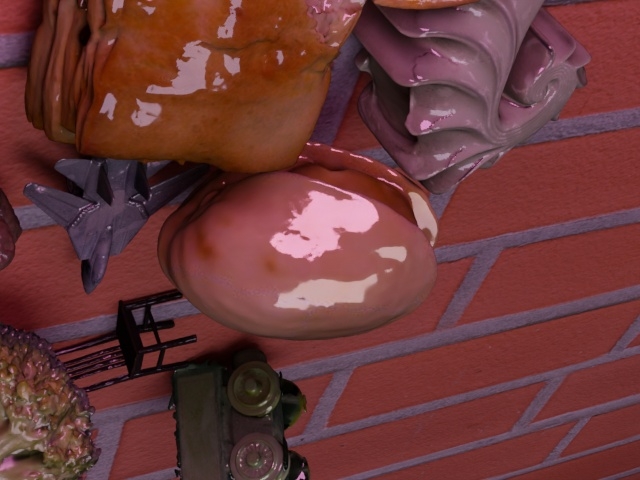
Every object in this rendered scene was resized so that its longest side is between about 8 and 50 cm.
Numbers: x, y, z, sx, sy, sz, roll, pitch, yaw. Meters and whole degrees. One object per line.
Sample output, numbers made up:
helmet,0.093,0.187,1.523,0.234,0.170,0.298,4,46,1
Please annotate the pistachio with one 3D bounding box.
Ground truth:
pistachio,-0.026,0.007,1.443,0.321,0.229,0.238,-1,128,6

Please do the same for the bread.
bread,-0.098,-0.201,1.183,0.314,0.191,0.370,-1,142,-35

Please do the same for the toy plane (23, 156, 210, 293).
toy plane,-0.254,-0.024,1.476,0.212,0.088,0.267,-9,156,-25

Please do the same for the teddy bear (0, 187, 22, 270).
teddy bear,-0.417,-0.010,1.322,0.190,0.177,0.140,-26,107,1

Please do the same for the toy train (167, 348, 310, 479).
toy train,-0.124,0.303,1.941,0.188,0.271,0.159,-12,157,12

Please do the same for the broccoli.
broccoli,-0.444,0.264,1.547,0.275,0.353,0.397,-3,179,28

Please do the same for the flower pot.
flower pot,0.159,-0.228,1.363,0.254,0.164,0.367,-31,149,-9

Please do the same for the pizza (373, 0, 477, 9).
pizza,0.111,-0.312,1.163,0.185,0.195,0.052,-16,-175,-10

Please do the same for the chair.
chair,-0.285,0.146,1.732,0.213,0.084,0.101,-12,152,-22
